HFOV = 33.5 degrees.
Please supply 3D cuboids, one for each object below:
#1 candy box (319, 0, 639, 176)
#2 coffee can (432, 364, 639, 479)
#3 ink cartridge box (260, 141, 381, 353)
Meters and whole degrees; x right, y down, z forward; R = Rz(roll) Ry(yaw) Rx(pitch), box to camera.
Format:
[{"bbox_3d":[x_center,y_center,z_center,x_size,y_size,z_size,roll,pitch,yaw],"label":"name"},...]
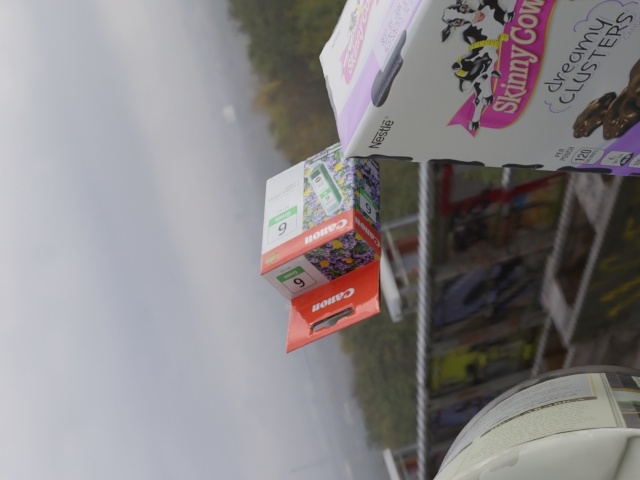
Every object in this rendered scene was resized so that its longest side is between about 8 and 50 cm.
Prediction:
[{"bbox_3d":[0.119,-0.107,0.487,0.165,0.196,0.070,118,147,-50],"label":"candy box"},{"bbox_3d":[0.129,0.165,0.469,0.275,0.201,0.201,11,-119,-76],"label":"coffee can"},{"bbox_3d":[0.000,0.000,0.574,0.029,0.063,0.115,46,-150,-34],"label":"ink cartridge box"}]
